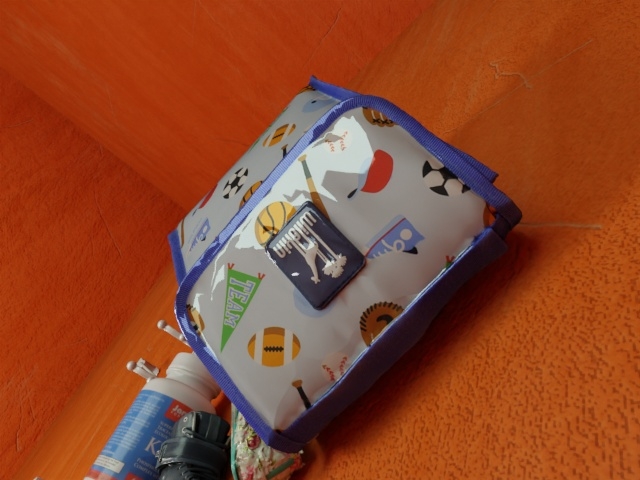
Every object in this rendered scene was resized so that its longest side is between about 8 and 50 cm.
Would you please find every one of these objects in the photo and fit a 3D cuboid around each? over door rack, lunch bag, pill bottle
[{"bbox_3d":[-0.353,0.226,1.189,0.239,0.108,0.324,-55,17,-19],"label":"over door rack"},{"bbox_3d":[0.000,0.000,0.590,0.328,0.239,0.385,-47,33,7],"label":"lunch bag"},{"bbox_3d":[-0.233,0.284,0.731,0.124,0.124,0.221,-30,27,48],"label":"pill bottle"}]

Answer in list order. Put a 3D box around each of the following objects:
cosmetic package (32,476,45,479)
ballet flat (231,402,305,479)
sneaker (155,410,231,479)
[{"bbox_3d":[-0.560,0.588,0.888,0.225,0.138,0.224,-40,19,34],"label":"cosmetic package"},{"bbox_3d":[-0.068,0.207,0.589,0.077,0.091,0.241,-20,20,-7],"label":"ballet flat"},{"bbox_3d":[-0.137,0.272,0.579,0.226,0.086,0.163,-36,24,41],"label":"sneaker"}]
